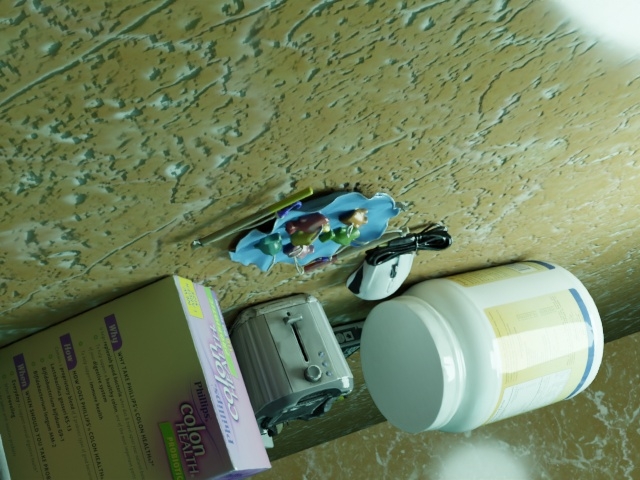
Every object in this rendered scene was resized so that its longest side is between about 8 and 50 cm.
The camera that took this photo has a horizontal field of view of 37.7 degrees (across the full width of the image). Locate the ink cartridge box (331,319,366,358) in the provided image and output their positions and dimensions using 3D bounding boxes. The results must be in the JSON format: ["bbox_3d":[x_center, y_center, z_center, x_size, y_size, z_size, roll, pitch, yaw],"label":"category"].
[{"bbox_3d":[-0.007,0.193,1.562,0.208,0.045,0.206,-12,161,-30],"label":"ink cartridge box"}]

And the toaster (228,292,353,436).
[{"bbox_3d":[-0.050,0.167,1.250,0.129,0.146,0.227,-13,161,-20],"label":"toaster"}]

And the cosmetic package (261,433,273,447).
[{"bbox_3d":[-0.262,0.305,1.472,0.285,0.097,0.377,-11,165,10],"label":"cosmetic package"}]

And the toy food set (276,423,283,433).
[{"bbox_3d":[-0.178,0.344,1.791,0.218,0.071,0.128,-12,154,-9],"label":"toy food set"}]

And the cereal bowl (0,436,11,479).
[{"bbox_3d":[-0.513,0.295,1.139,0.339,0.141,0.339,-18,164,-5],"label":"cereal bowl"}]

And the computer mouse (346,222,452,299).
[{"bbox_3d":[0.088,0.038,1.183,0.106,0.042,0.193,-15,163,-19],"label":"computer mouse"}]

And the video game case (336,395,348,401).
[{"bbox_3d":[-0.072,0.341,1.971,0.248,0.035,0.275,-20,163,0],"label":"video game case"}]

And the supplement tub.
[{"bbox_3d":[0.241,0.159,1.415,0.316,0.228,0.228,-9,160,-32],"label":"supplement tub"}]

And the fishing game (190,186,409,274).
[{"bbox_3d":[0.000,0.000,0.971,0.189,0.041,0.264,-22,164,17],"label":"fishing game"}]

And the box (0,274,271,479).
[{"bbox_3d":[-0.209,0.186,1.012,0.243,0.213,0.117,-24,163,10],"label":"box"}]
